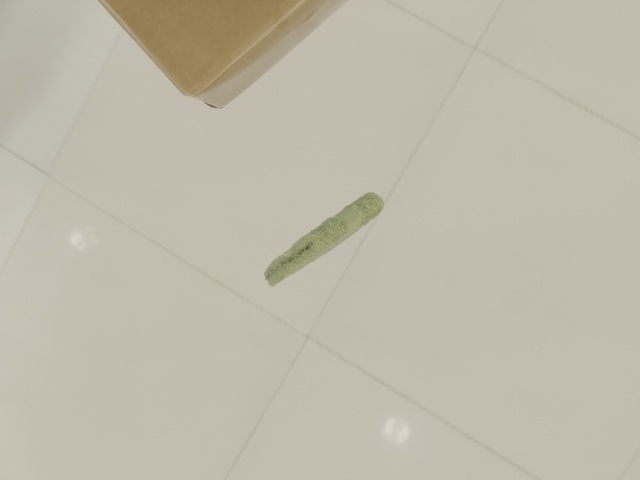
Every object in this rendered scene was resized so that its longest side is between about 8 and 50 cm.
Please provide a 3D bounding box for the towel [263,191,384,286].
[{"bbox_3d":[0.000,0.000,0.908,0.110,0.148,0.027,-33,87,-30],"label":"towel"}]

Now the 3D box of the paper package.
[{"bbox_3d":[-0.110,-0.364,0.968,0.325,0.168,0.309,-41,91,6],"label":"paper package"}]
